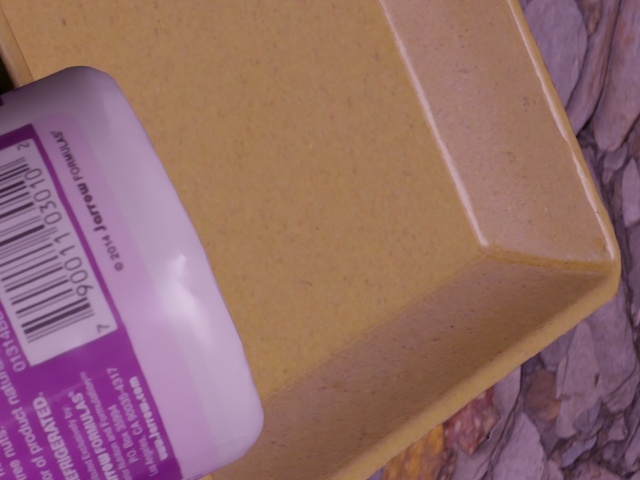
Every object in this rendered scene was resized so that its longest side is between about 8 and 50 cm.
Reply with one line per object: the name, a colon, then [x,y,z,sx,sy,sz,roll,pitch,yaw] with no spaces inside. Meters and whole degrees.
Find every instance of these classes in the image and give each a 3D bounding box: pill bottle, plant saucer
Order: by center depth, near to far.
pill bottle: [-0.188,0.065,0.712,0.301,0.169,0.169,-24,126,-9]
plant saucer: [-0.020,-0.059,0.949,0.333,0.081,0.332,-30,101,-42]
